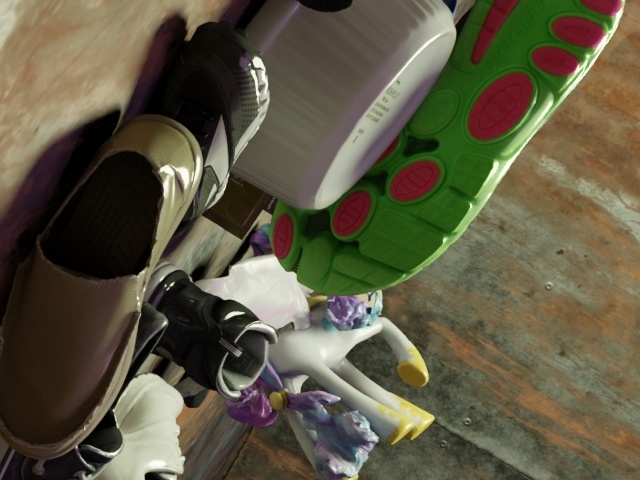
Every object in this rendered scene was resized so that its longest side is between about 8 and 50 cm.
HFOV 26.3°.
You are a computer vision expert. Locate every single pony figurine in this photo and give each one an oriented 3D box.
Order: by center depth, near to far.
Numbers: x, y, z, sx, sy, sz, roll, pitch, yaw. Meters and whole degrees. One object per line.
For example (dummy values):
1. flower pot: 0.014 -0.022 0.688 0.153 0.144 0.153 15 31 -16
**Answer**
1. pony figurine: -0.042 0.152 1.810 0.351 0.363 0.303 -28 161 -47

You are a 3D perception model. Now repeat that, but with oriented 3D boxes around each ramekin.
1. ramekin: 0.013 -0.149 1.282 0.273 0.127 0.273 -49 171 -11

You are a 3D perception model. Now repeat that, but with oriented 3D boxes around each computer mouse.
1. computer mouse: -0.156 0.157 2.127 0.071 0.041 0.242 -51 -171 53

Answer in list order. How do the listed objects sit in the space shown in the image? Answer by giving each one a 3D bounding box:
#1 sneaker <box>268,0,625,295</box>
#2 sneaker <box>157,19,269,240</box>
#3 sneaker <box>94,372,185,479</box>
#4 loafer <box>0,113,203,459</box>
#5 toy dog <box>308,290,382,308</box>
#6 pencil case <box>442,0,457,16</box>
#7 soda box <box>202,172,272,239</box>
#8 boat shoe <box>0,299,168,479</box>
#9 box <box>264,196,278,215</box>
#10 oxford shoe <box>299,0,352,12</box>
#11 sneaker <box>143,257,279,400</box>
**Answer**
1. sneaker: 0.147 -0.116 1.477 0.483 0.185 0.202 -43 170 12
2. sneaker: -0.105 -0.069 1.076 0.106 0.078 0.234 -57 177 -38
3. sneaker: -0.214 0.248 1.584 0.111 0.129 0.297 -62 175 19
4. loafer: -0.172 0.032 0.979 0.092 0.101 0.269 -5 117 -82
5. toy dog: 0.000 0.000 2.080 0.220 0.161 0.334 -57 -157 37
6. pencil case: 0.086 -0.258 1.538 0.133 0.119 0.306 -37 174 -1
7. soda box: -0.058 -0.094 1.437 0.181 0.061 0.058 -57 175 -12
8. boat shoe: -0.223 0.168 1.194 0.301 0.102 0.108 -60 174 18
9. box: -0.023 -0.106 1.861 0.116 0.029 0.162 -62 175 23
10. oxford shoe: 0.022 -0.294 1.077 0.227 0.082 0.096 116 -10 -52
11. sneaker: -0.126 0.101 1.423 0.101 0.153 0.268 -57 174 -7
